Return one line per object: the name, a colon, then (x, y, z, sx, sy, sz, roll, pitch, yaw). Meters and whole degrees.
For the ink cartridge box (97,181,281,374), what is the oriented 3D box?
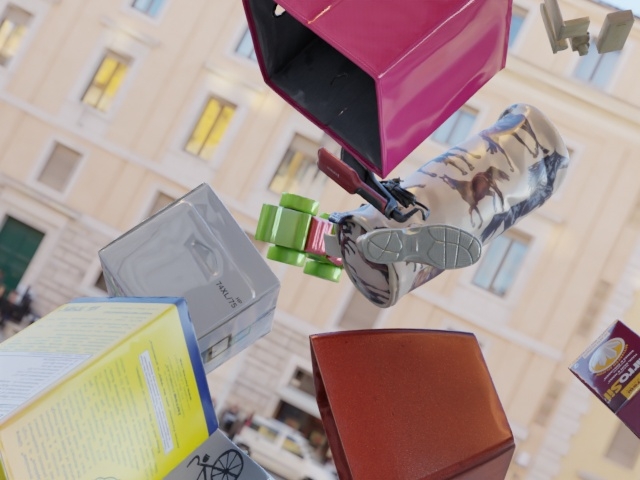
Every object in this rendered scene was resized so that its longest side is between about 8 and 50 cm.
ink cartridge box: (-0.199, 0.079, 1.845, 0.198, 0.197, 0.270, 53, -15, 12)

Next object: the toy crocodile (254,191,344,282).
toy crocodile: (0.000, 0.000, 2.002, 0.105, 0.115, 0.340, 13, -6, 30)

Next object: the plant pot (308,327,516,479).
plant pot: (0.135, 0.270, 1.736, 0.236, 0.267, 0.267, -15, -28, -5)

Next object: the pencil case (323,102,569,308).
pencil case: (0.205, -0.065, 1.895, 0.183, 0.410, 0.160, 39, -29, 38)

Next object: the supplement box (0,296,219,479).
supplement box: (-0.313, 0.224, 1.449, 0.194, 0.195, 0.356, -1, 20, 31)

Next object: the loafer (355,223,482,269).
loafer: (0.095, 0.003, 1.181, 0.125, 0.045, 0.039, 3, 7, -18)

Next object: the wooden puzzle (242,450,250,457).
wooden puzzle: (-0.164, 0.398, 2.199, 0.083, 0.006, 0.049, 5, -40, -28)

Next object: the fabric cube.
fabric cube: (0.080, -0.295, 1.640, 0.259, 0.258, 0.254, 41, -16, 22)

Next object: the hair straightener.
hair straightener: (0.090, -0.085, 1.746, 0.089, 0.047, 0.230, -14, 31, -30)

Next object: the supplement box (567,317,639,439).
supplement box: (0.426, 0.191, 1.636, 0.081, 0.104, 0.188, 43, 4, -15)

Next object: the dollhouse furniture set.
dollhouse furniture set: (0.514, -0.446, 2.349, 0.151, 0.123, 0.144, -11, -21, -3)

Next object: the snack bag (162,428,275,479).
snack bag: (-0.196, 0.439, 1.729, 0.037, 0.323, 0.342, 15, -27, 44)
